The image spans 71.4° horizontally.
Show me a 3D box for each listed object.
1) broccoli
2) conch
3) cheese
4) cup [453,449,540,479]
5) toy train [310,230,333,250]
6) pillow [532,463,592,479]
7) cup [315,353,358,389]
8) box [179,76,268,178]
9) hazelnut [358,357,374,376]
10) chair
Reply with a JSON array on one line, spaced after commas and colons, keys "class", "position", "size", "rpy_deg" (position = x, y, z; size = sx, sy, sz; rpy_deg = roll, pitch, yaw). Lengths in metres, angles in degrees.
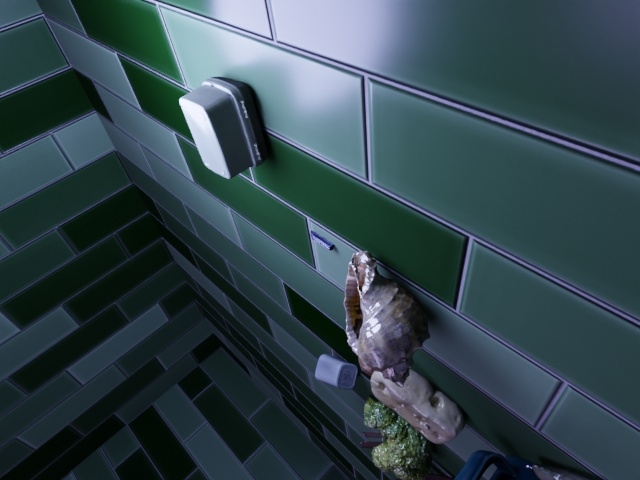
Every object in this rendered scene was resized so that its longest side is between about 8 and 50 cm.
[{"class": "broccoli", "position": [0.212, 0.628, 1.430], "size": [0.302, 0.186, 0.254], "rpy_deg": [26, 155, 31]}, {"class": "conch", "position": [0.148, 0.171, 0.980], "size": [0.210, 0.158, 0.292], "rpy_deg": [111, 156, -71]}, {"class": "cheese", "position": [0.252, 0.433, 1.197], "size": [0.263, 0.093, 0.159], "rpy_deg": [37, 147, 15]}, {"class": "cup", "position": [0.433, 0.671, 0.995], "size": [0.242, 0.292, 0.308], "rpy_deg": [15, 138, 52]}, {"class": "toy train", "position": [0.000, 0.000, 1.148], "size": [0.083, 0.017, 0.017], "rpy_deg": [34, 149, 34]}, {"class": "pillow", "position": [0.541, 0.516, 0.889], "size": [0.093, 0.051, 0.241], "rpy_deg": [61, 153, -8]}, {"class": "cup", "position": [0.067, 0.466, 1.568], "size": [0.128, 0.095, 0.129], "rpy_deg": [23, 168, -33]}, {"class": "box", "position": [-0.220, -0.260, 1.037], "size": [0.148, 0.129, 0.210], "rpy_deg": [29, 146, 37]}, {"class": "hazelnut", "position": [0.150, 0.349, 1.291], "size": [0.086, 0.086, 0.086], "rpy_deg": [39, 152, 25]}, {"class": "chair", "position": [0.310, 0.784, 1.561], "size": [0.326, 0.183, 0.176], "rpy_deg": [0, 142, 0]}]
